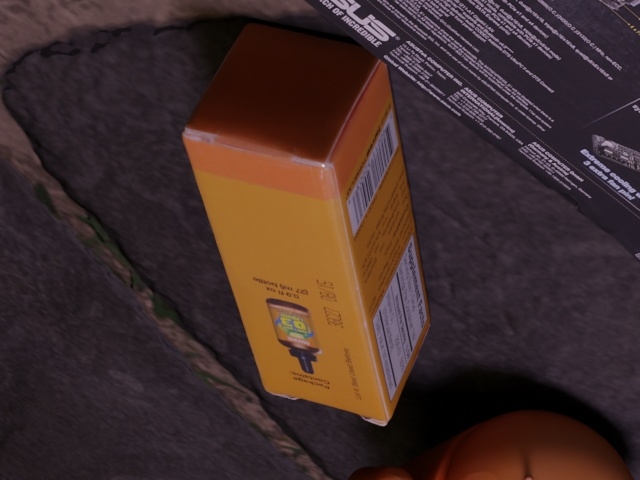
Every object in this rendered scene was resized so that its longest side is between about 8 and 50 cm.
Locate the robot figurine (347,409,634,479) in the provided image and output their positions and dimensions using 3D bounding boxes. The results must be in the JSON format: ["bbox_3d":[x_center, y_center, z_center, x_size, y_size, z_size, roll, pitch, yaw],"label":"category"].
[{"bbox_3d":[0.102,0.174,0.967,0.158,0.128,0.219,52,147,2],"label":"robot figurine"}]

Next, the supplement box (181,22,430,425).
[{"bbox_3d":[0.000,0.000,0.830,0.078,0.080,0.233,14,146,19],"label":"supplement box"}]

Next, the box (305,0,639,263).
[{"bbox_3d":[0.172,-0.076,0.592,0.307,0.076,0.242,36,147,-17],"label":"box"}]
